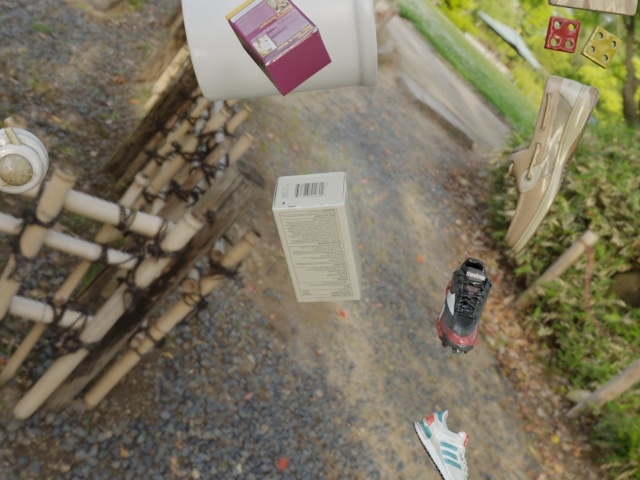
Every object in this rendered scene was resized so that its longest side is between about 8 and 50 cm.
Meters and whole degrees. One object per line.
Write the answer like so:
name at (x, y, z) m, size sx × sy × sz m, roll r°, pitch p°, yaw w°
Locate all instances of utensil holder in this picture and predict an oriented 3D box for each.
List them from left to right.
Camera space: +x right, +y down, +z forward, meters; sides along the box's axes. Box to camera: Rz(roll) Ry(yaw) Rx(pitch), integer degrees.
utensil holder at (-0.084, -0.479, 1.568) m, size 0.327 × 0.385 × 0.328 m, roll -8°, pitch 90°, yaw -88°

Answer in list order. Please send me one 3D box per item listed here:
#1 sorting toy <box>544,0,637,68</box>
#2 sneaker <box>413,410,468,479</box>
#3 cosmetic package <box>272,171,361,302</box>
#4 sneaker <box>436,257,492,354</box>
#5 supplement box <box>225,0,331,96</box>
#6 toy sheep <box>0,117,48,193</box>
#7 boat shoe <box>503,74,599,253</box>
sorting toy at (0.400, -0.395, 1.045) m, size 0.132 × 0.275 × 0.046 m, roll 5°, pitch 8°, yaw -7°
sneaker at (0.221, 0.353, 1.167) m, size 0.161 × 0.075 × 0.057 m, roll 58°, pitch -3°, yaw 32°
cosmetic package at (0.000, 0.000, 1.620) m, size 0.310 × 0.160 × 0.113 m, roll 79°, pitch 12°, yaw -45°
sneaker at (0.334, 0.139, 1.636) m, size 0.097 × 0.135 × 0.276 m, roll 19°, pitch 38°, yaw 6°
supplement box at (-0.037, -0.175, 0.614) m, size 0.083 × 0.055 × 0.043 m, roll 55°, pitch -1°, yaw 35°
toy sheep at (-0.388, -0.104, 0.897) m, size 0.091 × 0.091 × 0.132 m, roll 32°, pitch 8°, yaw -28°
boat shoe at (0.417, -0.143, 1.367) m, size 0.110 × 0.341 × 0.121 m, roll 24°, pitch 12°, yaw 15°
